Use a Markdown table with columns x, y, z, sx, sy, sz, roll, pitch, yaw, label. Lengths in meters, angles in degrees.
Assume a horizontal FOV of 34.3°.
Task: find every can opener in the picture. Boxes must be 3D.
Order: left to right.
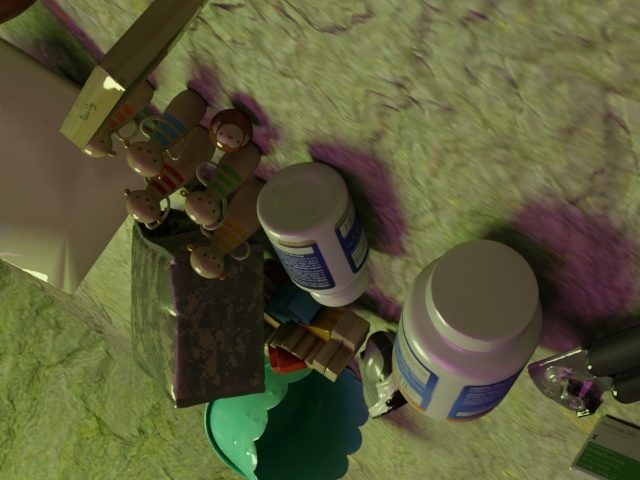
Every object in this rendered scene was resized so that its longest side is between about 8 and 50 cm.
| x | y | z | sx | sy | sz | roll | pitch | yaw | label |
| --- | --- | --- | --- | --- | --- | --- | --- | --- | --- |
| 0.322 | 0.113 | 1.065 | 0.076 | 0.095 | 0.283 | 46 | 148 | -5 | can opener |

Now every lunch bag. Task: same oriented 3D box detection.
| x | y | z | sx | sy | sz | roll | pitch | yaw | label |
| --- | --- | --- | --- | --- | --- | --- | --- | --- | --- |
| -0.200 | 0.089 | 1.559 | 0.287 | 0.168 | 0.235 | 25 | 119 | 58 | lunch bag |

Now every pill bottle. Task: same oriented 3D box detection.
| x | y | z | sx | sy | sz | roll | pitch | yaw | label |
| --- | --- | --- | --- | --- | --- | --- | --- | --- | --- |
| 0.000 | 0.000 | 1.283 | 0.112 | 0.112 | 0.187 | 26 | 157 | 31 | pill bottle |
| 0.165 | 0.102 | 1.169 | 0.152 | 0.152 | 0.272 | 33 | 159 | 13 | pill bottle |

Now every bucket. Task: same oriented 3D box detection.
| x | y | z | sx | sy | sz | roll | pitch | yaw | label |
| --- | --- | --- | --- | --- | --- | --- | --- | --- | --- |
| -0.068 | 0.327 | 1.919 | 0.183 | 0.281 | 0.281 | 23 | 156 | 45 | bucket |

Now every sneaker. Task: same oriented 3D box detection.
| x | y | z | sx | sy | sz | roll | pitch | yaw | label |
| --- | --- | --- | --- | --- | --- | --- | --- | --- | --- |
| 0.108 | 0.205 | 1.613 | 0.108 | 0.100 | 0.271 | 58 | 169 | 16 | sneaker |

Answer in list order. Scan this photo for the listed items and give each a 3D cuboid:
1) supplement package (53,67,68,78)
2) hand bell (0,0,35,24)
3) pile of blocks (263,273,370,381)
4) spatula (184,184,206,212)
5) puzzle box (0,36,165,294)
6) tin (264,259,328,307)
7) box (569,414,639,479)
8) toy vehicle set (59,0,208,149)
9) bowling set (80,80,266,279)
| x | y | z | sx | sy | sz | roll | pitch | yaw | label |
| --- | --- | --- | --- | --- | --- | --- | --- | --- | --- |
| -0.449 | -0.122 | 1.653 | 0.198 | 0.199 | 0.262 | 46 | 160 | -23 | supplement package |
| -0.203 | -0.261 | 0.855 | 0.126 | 0.242 | 0.126 | 33 | 160 | 14 | hand bell |
| -0.069 | 0.140 | 1.613 | 0.149 | 0.113 | 0.362 | 47 | 158 | -24 | pile of blocks |
| -0.210 | -0.033 | 1.696 | 0.084 | 0.030 | 0.296 | 34 | 160 | -2 | spatula |
| -0.448 | -0.129 | 1.436 | 0.409 | 0.272 | 0.052 | 32 | -165 | -23 | puzzle box |
| -0.035 | 0.105 | 1.697 | 0.190 | 0.040 | 0.106 | 47 | 154 | -24 | tin |
| 0.388 | 0.293 | 1.305 | 0.101 | 0.087 | 0.102 | 18 | 152 | 44 | box |
| -0.193 | -0.194 | 1.101 | 0.035 | 0.166 | 0.267 | 41 | 160 | -11 | toy vehicle set |
| -0.176 | -0.096 | 1.309 | 0.287 | 0.154 | 0.200 | 39 | 161 | -6 | bowling set |
